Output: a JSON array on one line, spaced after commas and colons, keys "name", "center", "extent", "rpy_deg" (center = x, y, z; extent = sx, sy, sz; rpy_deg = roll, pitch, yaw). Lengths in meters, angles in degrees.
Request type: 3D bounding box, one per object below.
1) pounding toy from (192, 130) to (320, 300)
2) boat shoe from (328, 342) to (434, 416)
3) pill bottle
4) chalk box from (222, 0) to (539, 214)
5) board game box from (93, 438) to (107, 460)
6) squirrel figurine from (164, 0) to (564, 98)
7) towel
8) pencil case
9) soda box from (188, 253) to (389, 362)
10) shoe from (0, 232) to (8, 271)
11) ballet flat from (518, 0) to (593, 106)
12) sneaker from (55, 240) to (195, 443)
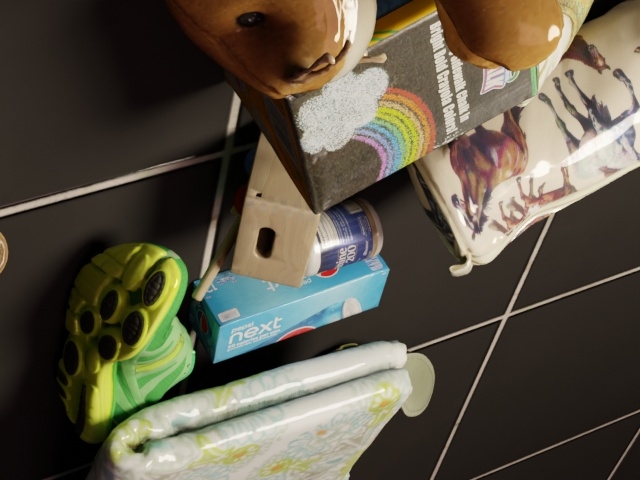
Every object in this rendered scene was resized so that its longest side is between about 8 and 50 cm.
[{"name": "pounding toy", "center": [-0.054, -0.022, 1.369], "extent": [0.100, 0.130, 0.141], "rpy_deg": [13, 139, -2]}, {"name": "boat shoe", "center": [0.081, 0.173, 1.838], "extent": [0.227, 0.068, 0.081], "rpy_deg": [30, 73, -61]}, {"name": "pill bottle", "center": [0.000, 0.000, 1.510], "extent": [0.120, 0.067, 0.067], "rpy_deg": [-16, 146, -27]}, {"name": "chalk box", "center": [0.066, -0.193, 1.193], "extent": [0.289, 0.179, 0.180], "rpy_deg": [-29, 149, -9]}, {"name": "board game box", "center": [-0.169, 0.235, 1.712], "extent": [0.181, 0.043, 0.092], "rpy_deg": [-4, 140, -39]}, {"name": "squirrel figurine", "center": [0.041, -0.289, 0.958], "extent": [0.370, 0.397, 0.281], "rpy_deg": [-20, -165, 13]}, {"name": "towel", "center": [-0.098, 0.245, 1.630], "extent": [0.374, 0.090, 0.320], "rpy_deg": [-15, 153, -27]}, {"name": "pencil case", "center": [0.272, -0.121, 1.479], "extent": [0.410, 0.183, 0.160], "rpy_deg": [-29, 156, -7]}, {"name": "soda box", "center": [-0.034, 0.059, 1.563], "extent": [0.210, 0.067, 0.071], "rpy_deg": [-17, 146, -24]}, {"name": "shoe", "center": [-0.371, 0.020, 1.213], "extent": [0.219, 0.058, 0.077], "rpy_deg": [-12, 113, -38]}, {"name": "ballet flat", "center": [0.141, -0.165, 1.362], "extent": [0.348, 0.123, 0.123], "rpy_deg": [-21, 148, -20]}, {"name": "sneaker", "center": [-0.187, 0.091, 1.448], "extent": [0.123, 0.109, 0.295], "rpy_deg": [-22, 155, -35]}]
